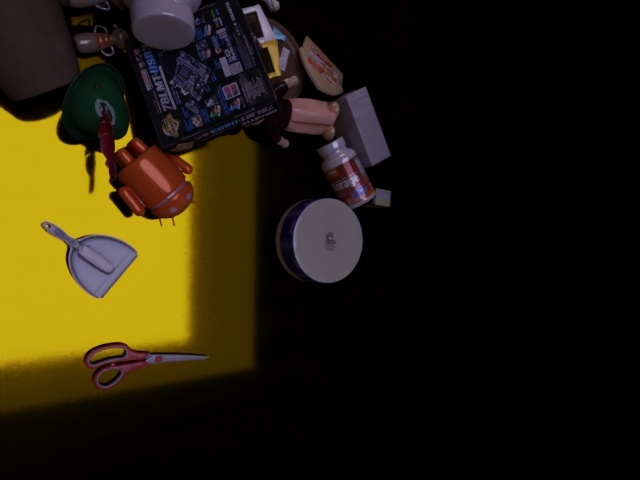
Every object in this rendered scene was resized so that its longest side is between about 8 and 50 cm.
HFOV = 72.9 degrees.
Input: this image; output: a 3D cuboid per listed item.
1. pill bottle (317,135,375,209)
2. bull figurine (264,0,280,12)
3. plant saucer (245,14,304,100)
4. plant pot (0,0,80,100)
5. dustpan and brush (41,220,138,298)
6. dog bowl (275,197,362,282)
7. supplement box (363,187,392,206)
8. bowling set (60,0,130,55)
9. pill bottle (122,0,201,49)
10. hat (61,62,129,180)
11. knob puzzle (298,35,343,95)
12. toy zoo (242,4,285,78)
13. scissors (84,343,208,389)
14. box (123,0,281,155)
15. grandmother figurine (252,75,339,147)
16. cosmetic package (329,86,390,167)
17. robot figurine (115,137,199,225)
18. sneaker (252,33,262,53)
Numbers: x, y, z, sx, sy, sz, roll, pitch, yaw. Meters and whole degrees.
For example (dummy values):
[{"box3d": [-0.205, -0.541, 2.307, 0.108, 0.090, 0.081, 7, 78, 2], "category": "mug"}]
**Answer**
[{"box3d": [0.078, -0.215, 1.387, 0.121, 0.121, 0.216, -37, 105, -28], "category": "pill bottle"}, {"box3d": [-0.170, -0.763, 1.228, 0.188, 0.101, 0.310, 43, 70, -31], "category": "bull figurine"}, {"box3d": [-0.158, -0.525, 1.275, 0.278, 0.041, 0.277, 0, 90, -34], "category": "plant saucer"}, {"box3d": [-0.611, -0.415, 0.866, 0.263, 0.263, 0.229, -37, 127, -28], "category": "plant pot"}, {"box3d": [-0.548, 0.025, 1.007, 0.211, 0.060, 0.147, 44, 68, -27], "category": "dustpan and brush"}, {"box3d": [0.000, 0.000, 1.351, 0.265, 0.104, 0.264, -1, 91, -34], "category": "dog bowl"}, {"box3d": [0.187, -0.145, 1.486, 0.083, 0.083, 0.056, 6, 88, -33], "category": "supplement box"}, {"box3d": [-0.496, -0.576, 0.958, 0.154, 0.200, 0.286, -26, 109, -32], "category": "bowling set"}, {"box3d": [-0.354, -0.599, 0.946, 0.176, 0.176, 0.318, -2, 82, -34], "category": "pill bottle"}, {"box3d": [-0.441, -0.259, 0.969, 0.184, 0.173, 0.208, 28, 98, 9], "category": "hat"}, {"box3d": [-0.003, -0.521, 1.349, 0.213, 0.030, 0.213, 30, 45, -36], "category": "knob puzzle"}, {"box3d": [-0.232, -0.516, 1.179, 0.293, 0.030, 0.192, -20, 103, -14], "category": "toy zoo"}, {"box3d": [-0.435, 0.295, 1.112, 0.297, 0.021, 0.108, -9, 94, -32], "category": "scissors"}, {"box3d": [-0.281, -0.394, 1.038, 0.294, 0.073, 0.295, -22, 82, 4], "category": "box"}, {"box3d": [-0.100, -0.369, 1.257, 0.343, 0.104, 0.207, -9, 113, -38], "category": "grandmother figurine"}, {"box3d": [0.121, -0.358, 1.414, 0.107, 0.127, 0.237, -36, 112, -29], "category": "cosmetic package"}, {"box3d": [-0.401, -0.145, 1.064, 0.219, 0.128, 0.158, 53, 23, -23], "category": "robot figurine"}, {"box3d": [-0.195, -0.521, 1.147, 0.077, 0.072, 0.178, -20, 111, -27], "category": "sneaker"}]
